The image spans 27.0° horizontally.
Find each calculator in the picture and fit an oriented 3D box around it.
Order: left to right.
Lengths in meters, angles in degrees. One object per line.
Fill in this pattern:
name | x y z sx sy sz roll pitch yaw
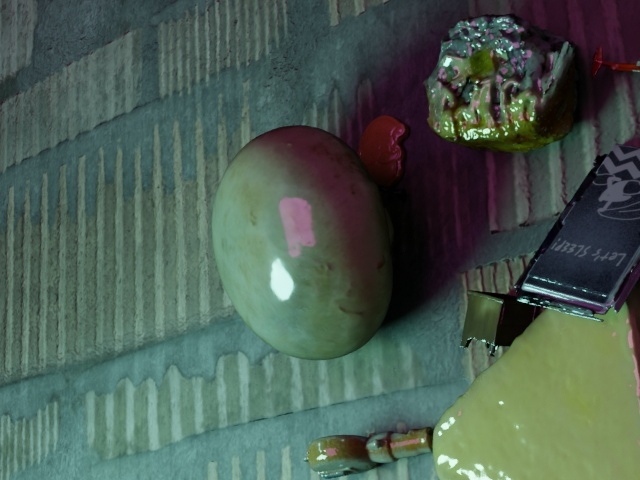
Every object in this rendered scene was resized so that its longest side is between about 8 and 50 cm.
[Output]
calculator | 0.377 -0.016 1.735 0.165 0.028 0.274 15 61 47

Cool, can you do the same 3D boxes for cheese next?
cheese | 0.346 0.274 1.718 0.383 0.104 0.384 -13 71 41

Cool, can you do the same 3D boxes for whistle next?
whistle | 0.070 0.315 1.982 0.220 0.107 0.057 -14 65 25

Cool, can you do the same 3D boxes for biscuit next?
biscuit | 0.095 -0.135 2.124 0.102 0.019 0.131 11 88 46

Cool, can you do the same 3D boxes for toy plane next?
toy plane | 0.449 -0.219 1.775 0.194 0.077 0.126 -17 64 48

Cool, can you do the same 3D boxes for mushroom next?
mushroom | 0.000 0.000 2.039 0.362 0.294 0.362 35 133 49

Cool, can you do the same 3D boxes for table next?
table | 0.250 0.118 1.868 0.070 0.083 0.082 15 96 48

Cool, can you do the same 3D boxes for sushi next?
sushi | 0.269 -0.221 1.898 0.274 0.139 0.184 3 84 41
